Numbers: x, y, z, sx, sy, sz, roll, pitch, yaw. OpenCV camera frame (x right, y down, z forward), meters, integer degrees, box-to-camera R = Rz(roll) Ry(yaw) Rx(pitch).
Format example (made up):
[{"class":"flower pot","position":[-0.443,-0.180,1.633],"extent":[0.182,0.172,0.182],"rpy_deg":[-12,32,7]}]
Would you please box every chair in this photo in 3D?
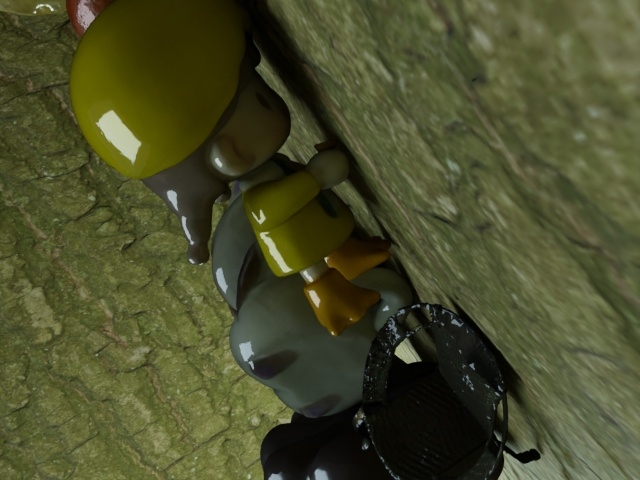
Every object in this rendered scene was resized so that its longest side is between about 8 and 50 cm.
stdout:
[{"class":"chair","position":[0.110,0.167,0.699],"extent":[0.174,0.149,0.213],"rpy_deg":[54,172,38]}]

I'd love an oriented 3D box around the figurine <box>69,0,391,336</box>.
[{"class":"figurine","position":[-0.072,-0.075,0.680],"extent":[0.344,0.187,0.215],"rpy_deg":[49,-170,-14]}]

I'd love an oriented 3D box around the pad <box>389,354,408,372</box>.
[{"class":"pad","position":[0.063,0.209,1.202],"extent":[0.330,0.004,0.220],"rpy_deg":[37,-155,-9]}]

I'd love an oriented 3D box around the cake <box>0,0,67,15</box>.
[{"class":"cake","position":[-0.589,-0.657,1.460],"extent":[0.332,0.332,0.321],"rpy_deg":[53,145,30]}]

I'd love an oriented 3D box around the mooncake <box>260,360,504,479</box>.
[{"class":"mooncake","position":[0.072,0.276,0.968],"extent":[0.154,0.306,0.306],"rpy_deg":[64,175,-6]}]

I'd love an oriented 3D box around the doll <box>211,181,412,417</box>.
[{"class":"doll","position":[-0.032,0.067,0.981],"extent":[0.215,0.226,0.370],"rpy_deg":[33,-173,-34]}]

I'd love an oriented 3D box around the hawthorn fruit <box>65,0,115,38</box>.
[{"class":"hawthorn fruit","position":[-0.276,-0.371,0.993],"extent":[0.165,0.165,0.285],"rpy_deg":[54,159,23]}]
